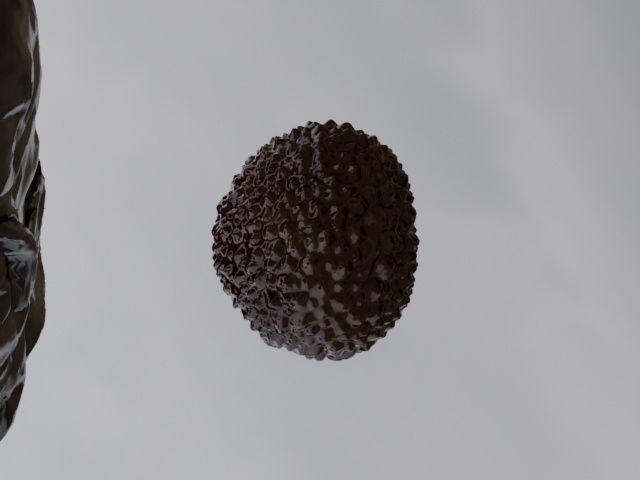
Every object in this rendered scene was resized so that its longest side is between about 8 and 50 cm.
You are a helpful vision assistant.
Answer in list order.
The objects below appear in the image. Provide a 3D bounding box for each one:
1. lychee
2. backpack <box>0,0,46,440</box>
[{"bbox_3d":[-0.003,-0.001,1.081,0.123,0.123,0.129,-89,4,-62],"label":"lychee"},{"bbox_3d":[-0.321,-0.039,1.193,0.363,0.446,0.255,-9,-127,-29],"label":"backpack"}]
